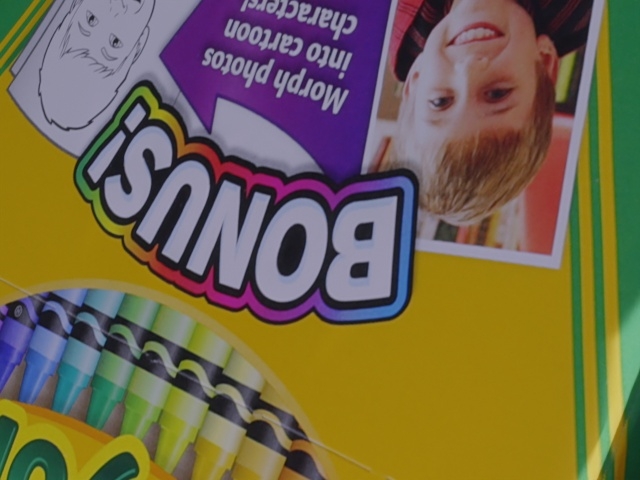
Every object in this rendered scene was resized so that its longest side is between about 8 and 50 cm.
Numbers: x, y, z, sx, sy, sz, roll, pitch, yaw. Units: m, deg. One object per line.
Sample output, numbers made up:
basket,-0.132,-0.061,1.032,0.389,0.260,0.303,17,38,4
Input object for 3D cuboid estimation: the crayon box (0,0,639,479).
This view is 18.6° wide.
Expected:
crayon box,0.000,0.000,0.674,0.363,0.106,0.313,22,88,46
